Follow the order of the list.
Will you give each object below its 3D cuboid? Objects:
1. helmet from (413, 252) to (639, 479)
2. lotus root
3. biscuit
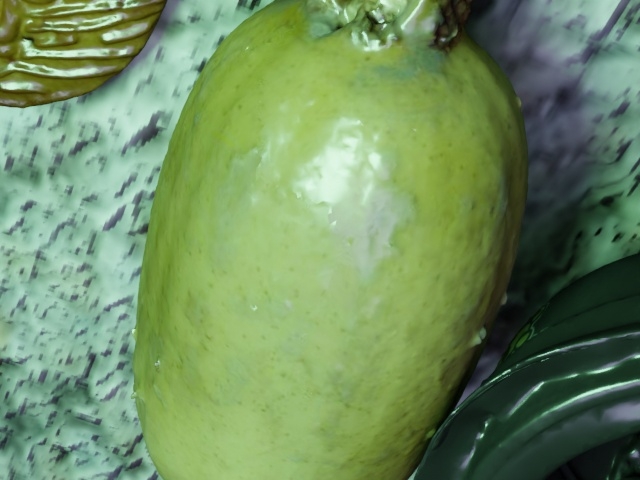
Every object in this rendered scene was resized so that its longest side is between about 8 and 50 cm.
[{"bbox_3d":[0.183,0.092,0.619,0.278,0.160,0.231,23,129,-11],"label":"helmet"},{"bbox_3d":[0.000,0.000,0.565,0.151,0.169,0.343,-17,140,-33],"label":"lotus root"},{"bbox_3d":[-0.157,-0.139,0.564,0.187,0.027,0.188,4,130,5],"label":"biscuit"}]
